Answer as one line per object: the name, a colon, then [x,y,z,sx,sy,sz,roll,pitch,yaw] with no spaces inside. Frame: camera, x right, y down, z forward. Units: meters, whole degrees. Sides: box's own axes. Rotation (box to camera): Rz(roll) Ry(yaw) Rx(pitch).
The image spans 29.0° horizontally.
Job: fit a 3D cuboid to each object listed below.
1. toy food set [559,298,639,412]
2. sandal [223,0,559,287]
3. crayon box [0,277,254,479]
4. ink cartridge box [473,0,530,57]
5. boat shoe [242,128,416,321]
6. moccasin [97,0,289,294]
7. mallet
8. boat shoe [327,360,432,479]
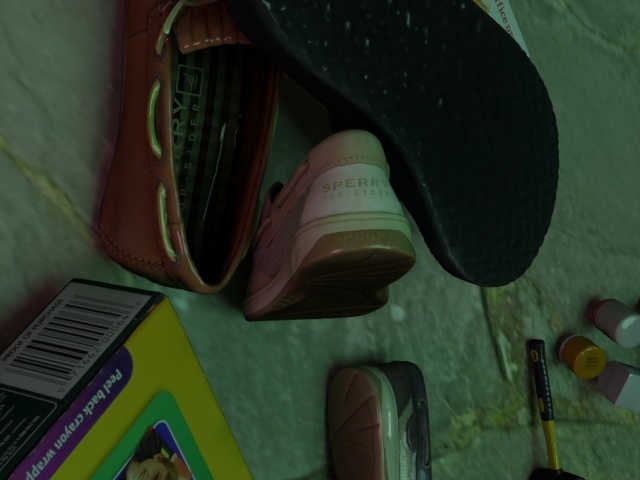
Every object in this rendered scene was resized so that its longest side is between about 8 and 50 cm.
toy food set: [0.362,0.123,1.393,0.232,0.104,0.111,17,103,-23]
sandal: [0.062,-0.121,0.946,0.168,0.107,0.446,-56,135,-13]
crayon box: [-0.188,0.263,0.868,0.363,0.106,0.313,-51,136,-38]
ink cartridge box: [0.108,-0.173,1.094,0.143,0.090,0.092,-43,124,-23]
boat shoe: [0.000,0.000,0.946,0.109,0.302,0.098,-3,77,-11]
moccasin: [-0.076,-0.150,0.909,0.139,0.147,0.380,13,92,-41]
mallet: [0.250,0.199,1.318,0.039,0.062,0.190,-19,112,-36]
boat shoe: [0.068,0.249,1.156,0.092,0.103,0.285,-11,101,-33]
